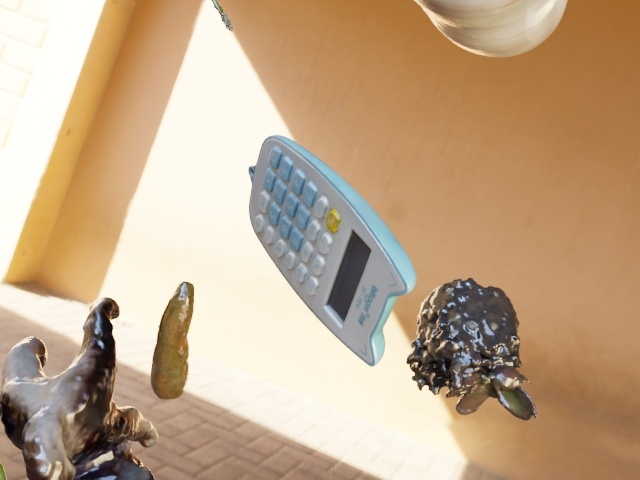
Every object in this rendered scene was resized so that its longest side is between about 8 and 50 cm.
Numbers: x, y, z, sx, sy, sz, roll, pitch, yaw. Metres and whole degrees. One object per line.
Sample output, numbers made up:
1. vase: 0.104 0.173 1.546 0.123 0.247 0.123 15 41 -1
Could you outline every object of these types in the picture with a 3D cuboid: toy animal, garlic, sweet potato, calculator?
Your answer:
1. toy animal: -0.335 0.301 1.141 0.194 0.344 0.302 -15 32 -3
2. garlic: 0.074 -0.237 0.595 0.226 0.199 0.199 7 1 19
3. sweet potato: -0.269 0.191 1.477 0.075 0.273 0.075 9 33 -6
4. calculator: 0.000 0.000 1.282 0.054 0.256 0.386 -24 57 -35

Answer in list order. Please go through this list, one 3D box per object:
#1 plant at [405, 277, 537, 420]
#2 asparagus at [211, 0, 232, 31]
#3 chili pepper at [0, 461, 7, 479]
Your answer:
1. plant: 0.257 0.198 1.431 0.204 0.234 0.178 12 -29 -14
2. asparagus: -0.183 -0.409 1.321 0.013 0.016 0.166 -20 79 -46
3. chili pepper: -0.492 0.383 1.213 0.050 0.052 0.201 12 43 -41
